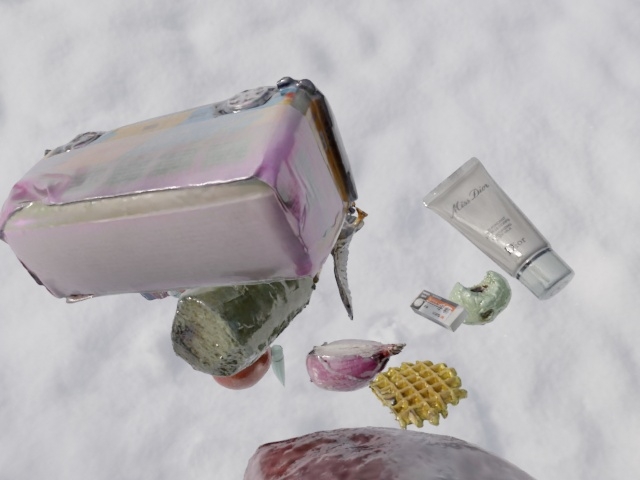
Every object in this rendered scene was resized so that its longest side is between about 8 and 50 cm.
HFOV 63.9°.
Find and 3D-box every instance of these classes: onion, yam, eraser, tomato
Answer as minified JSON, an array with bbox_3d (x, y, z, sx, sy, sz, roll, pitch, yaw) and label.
[{"bbox_3d":[0.126,0.428,1.726,0.267,0.349,0.158,-10,92,-55],"label":"onion"},{"bbox_3d":[-0.158,0.136,1.061,0.195,0.195,0.300,44,38,5],"label":"yam"},{"bbox_3d":[0.243,0.143,1.060,0.052,0.122,0.029,-47,121,-12],"label":"eraser"},{"bbox_3d":[-0.271,0.383,1.688,0.208,0.184,0.207,-11,67,28],"label":"tomato"}]

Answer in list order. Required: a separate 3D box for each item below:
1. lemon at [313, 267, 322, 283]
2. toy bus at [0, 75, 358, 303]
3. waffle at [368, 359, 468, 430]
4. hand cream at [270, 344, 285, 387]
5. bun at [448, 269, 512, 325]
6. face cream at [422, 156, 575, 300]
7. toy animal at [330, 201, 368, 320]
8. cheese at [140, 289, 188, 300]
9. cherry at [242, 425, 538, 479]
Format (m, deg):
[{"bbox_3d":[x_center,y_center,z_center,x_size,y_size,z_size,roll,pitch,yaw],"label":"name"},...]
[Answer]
[{"bbox_3d":[-0.137,0.070,1.820,0.298,0.297,0.296,4,69,-12],"label":"lemon"},{"bbox_3d":[-0.170,-0.039,0.554,0.387,0.171,0.162,-7,33,22],"label":"toy bus"},{"bbox_3d":[0.265,0.435,1.478,0.283,0.310,0.065,-43,116,-52],"label":"waffle"},{"bbox_3d":[-0.151,0.450,1.837,0.050,0.204,0.078,-26,50,-23],"label":"hand cream"},{"bbox_3d":[0.532,0.200,1.690,0.212,0.126,0.204,-44,125,12],"label":"bun"},{"bbox_3d":[0.346,-0.021,0.996,0.143,0.089,0.314,-42,57,9],"label":"face cream"},{"bbox_3d":[0.010,-0.012,0.932,0.272,0.197,0.160,42,83,12],"label":"toy animal"},{"bbox_3d":[-0.529,0.174,1.849,0.245,0.155,0.062,-15,52,8],"label":"cheese"},{"bbox_3d":[0.060,0.239,0.358,0.301,0.202,0.230,21,27,33],"label":"cherry"}]
